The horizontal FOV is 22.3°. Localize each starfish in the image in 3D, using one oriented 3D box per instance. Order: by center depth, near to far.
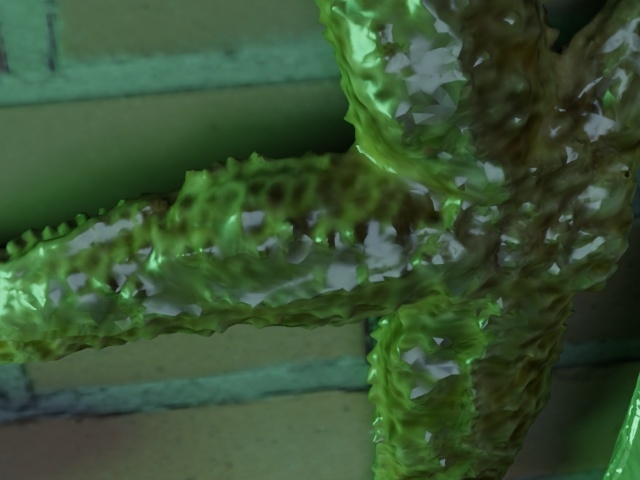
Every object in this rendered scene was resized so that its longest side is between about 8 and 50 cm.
[{"bbox_3d":[0.000,0.000,0.659,0.324,0.082,0.432,13,126,-20],"label":"starfish"}]

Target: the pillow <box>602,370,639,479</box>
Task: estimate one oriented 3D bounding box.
[{"bbox_3d":[0.244,0.079,0.683,0.255,0.120,0.322,11,104,-11],"label":"pillow"}]
